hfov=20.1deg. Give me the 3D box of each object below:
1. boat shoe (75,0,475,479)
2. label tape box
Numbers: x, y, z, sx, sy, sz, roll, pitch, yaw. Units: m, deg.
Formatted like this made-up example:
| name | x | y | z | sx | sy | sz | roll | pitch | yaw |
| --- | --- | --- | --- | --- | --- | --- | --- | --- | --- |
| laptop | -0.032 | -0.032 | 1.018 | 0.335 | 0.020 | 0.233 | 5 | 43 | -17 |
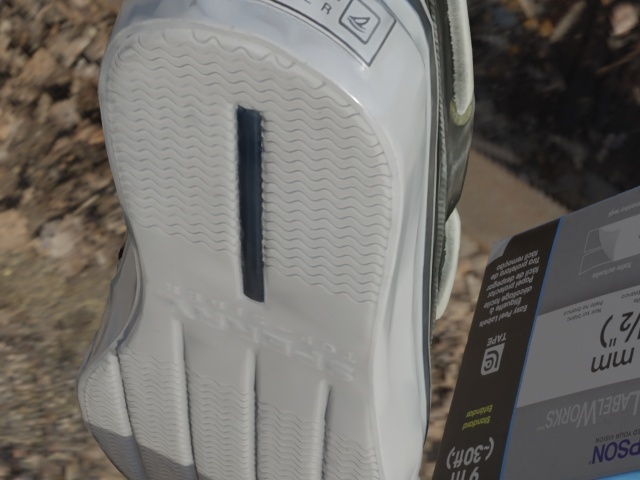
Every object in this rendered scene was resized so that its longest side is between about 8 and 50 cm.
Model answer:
| name | x | y | z | sx | sy | sz | roll | pitch | yaw |
| --- | --- | --- | --- | --- | --- | --- | --- | --- | --- |
| boat shoe | 0.000 | 0.000 | 0.573 | 0.121 | 0.335 | 0.119 | 25 | 59 | 7 |
| label tape box | 0.197 | 0.139 | 1.261 | 0.115 | 0.249 | 0.348 | 32 | 60 | -24 |
